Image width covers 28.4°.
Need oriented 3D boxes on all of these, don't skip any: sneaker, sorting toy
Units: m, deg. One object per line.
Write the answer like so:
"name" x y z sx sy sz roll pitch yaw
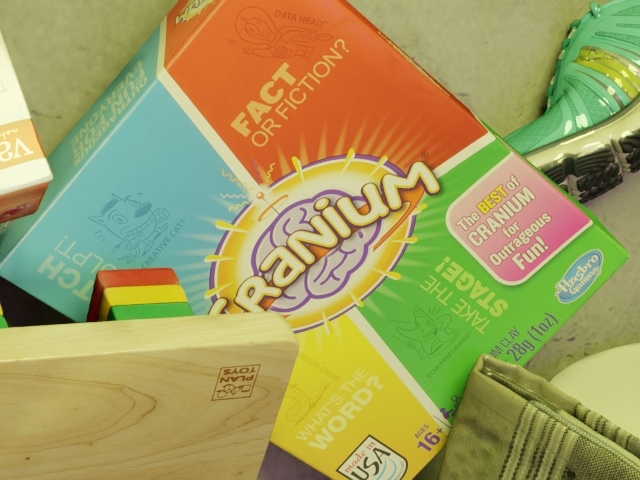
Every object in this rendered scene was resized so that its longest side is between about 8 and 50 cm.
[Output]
"sneaker" 0.208 -0.110 0.891 0.275 0.107 0.110 -35 71 -5
"sorting toy" -0.172 0.128 0.693 0.257 0.089 0.256 -2 129 -27

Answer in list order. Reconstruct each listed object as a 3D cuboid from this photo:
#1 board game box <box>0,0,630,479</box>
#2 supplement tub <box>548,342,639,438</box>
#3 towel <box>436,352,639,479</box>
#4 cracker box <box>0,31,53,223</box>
"board game box" 0.000 0.000 0.773 0.316 0.064 0.242 36 103 -28
"supplement tub" 0.275 0.260 0.910 0.241 0.241 0.331 -15 106 -24
"towel" 0.192 0.264 0.792 0.056 0.312 0.324 -24 135 -41
"cracker box" -0.245 -0.104 0.616 0.155 0.067 0.232 -18 82 -23
